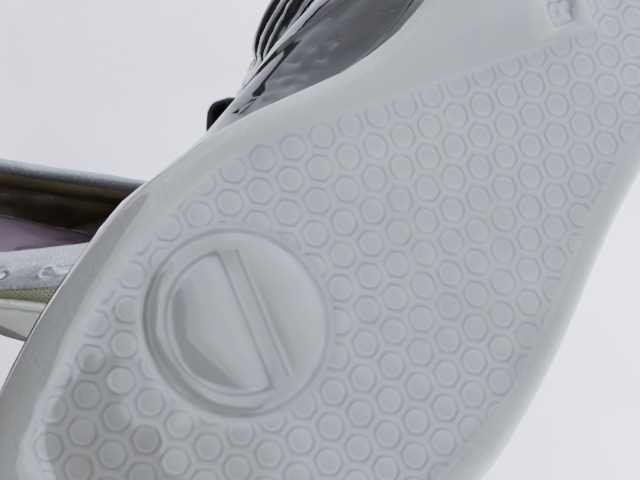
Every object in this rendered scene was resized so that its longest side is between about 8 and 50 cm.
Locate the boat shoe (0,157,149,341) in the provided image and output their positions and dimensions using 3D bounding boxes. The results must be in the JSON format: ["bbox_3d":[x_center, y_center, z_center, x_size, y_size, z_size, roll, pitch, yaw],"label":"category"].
[{"bbox_3d":[-0.215,-0.014,1.085,0.103,0.320,0.118,-52,-135,25],"label":"boat shoe"}]

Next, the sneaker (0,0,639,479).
[{"bbox_3d":[0.000,0.000,0.518,0.104,0.296,0.147,43,-27,-9],"label":"sneaker"}]
